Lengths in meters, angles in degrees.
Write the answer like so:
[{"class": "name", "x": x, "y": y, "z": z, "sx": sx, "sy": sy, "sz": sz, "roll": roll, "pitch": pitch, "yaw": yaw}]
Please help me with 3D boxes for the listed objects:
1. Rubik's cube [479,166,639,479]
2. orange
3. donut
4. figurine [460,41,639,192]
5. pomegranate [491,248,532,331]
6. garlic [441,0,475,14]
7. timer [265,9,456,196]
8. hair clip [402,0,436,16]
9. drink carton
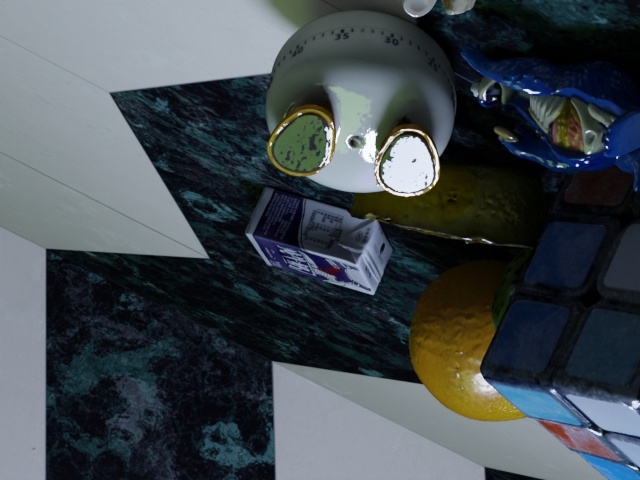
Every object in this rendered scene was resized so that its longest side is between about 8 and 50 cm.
[{"class": "Rubik's cube", "x": 0.459, "y": 0.114, "z": 1.563, "sx": 0.363, "sy": 0.362, "sz": 0.359, "roll": 4, "pitch": 153, "yaw": 49}, {"class": "orange", "x": 0.277, "y": 0.161, "z": 2.110, "sx": 0.274, "sy": 0.274, "sz": 0.274, "roll": 22, "pitch": 162, "yaw": 7}, {"class": "donut", "x": 0.172, "y": -0.058, "z": 1.751, "sx": 0.272, "sy": 0.107, "sz": 0.272, "roll": 8, "pitch": -177, "yaw": 0}, {"class": "figurine", "x": 0.278, "y": -0.149, "z": 1.477, "sx": 0.262, "sy": 0.121, "sz": 0.164, "roll": 34, "pitch": 163, "yaw": 32}, {"class": "pomegranate", "x": 0.374, "y": 0.093, "z": 1.861, "sx": 0.254, "sy": 0.270, "sz": 0.254, "roll": 20, "pitch": -161, "yaw": -7}, {"class": "garlic", "x": 0.069, "y": -0.300, "z": 1.262, "sx": 0.198, "sy": 0.128, "sz": 0.090, "roll": 20, "pitch": 178, "yaw": 3}, {"class": "timer", "x": 0.050, "y": -0.177, "z": 1.610, "sx": 0.234, "sy": 0.240, "sz": 0.233, "roll": 4, "pitch": 134, "yaw": 4}, {"class": "hair clip", "x": 0.157, "y": -0.276, "z": 1.315, "sx": 0.034, "sy": 0.072, "sz": 0.226, "roll": 30, "pitch": 161, "yaw": -27}, {"class": "drink carton", "x": 0.001, "y": 0.001, "z": 2.283, "sx": 0.222, "sy": 0.101, "sz": 0.134, "roll": 15, "pitch": 158, "yaw": 22}]
